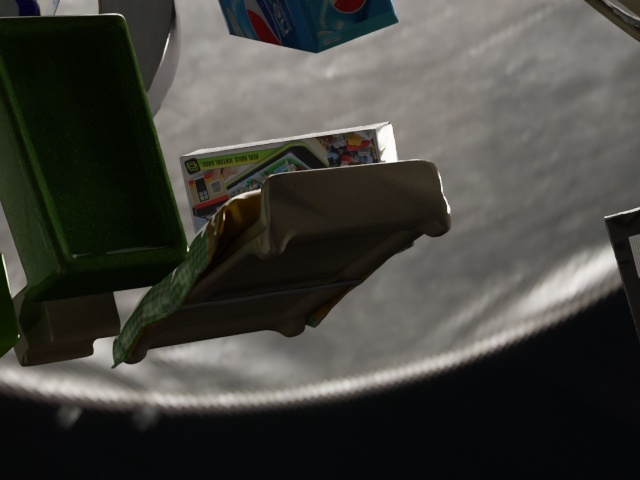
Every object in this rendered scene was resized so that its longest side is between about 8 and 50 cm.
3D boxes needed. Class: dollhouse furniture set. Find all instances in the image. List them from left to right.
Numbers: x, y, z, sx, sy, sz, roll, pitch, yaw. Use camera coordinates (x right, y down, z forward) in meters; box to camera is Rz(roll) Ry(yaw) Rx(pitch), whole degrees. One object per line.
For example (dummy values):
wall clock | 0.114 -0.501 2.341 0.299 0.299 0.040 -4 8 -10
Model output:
dollhouse furniture set | -0.097 -0.027 1.134 0.301 0.151 0.197 -7 160 -39

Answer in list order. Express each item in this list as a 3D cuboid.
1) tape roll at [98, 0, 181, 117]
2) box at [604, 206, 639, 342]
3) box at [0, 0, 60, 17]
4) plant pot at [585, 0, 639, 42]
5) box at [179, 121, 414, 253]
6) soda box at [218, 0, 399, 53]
tape roll | -0.213 -0.157 1.361 0.219 0.219 0.072 -57 174 -8
box | 0.453 0.091 1.861 0.257 0.322 0.079 -20 171 25
box | -0.223 -0.205 1.183 0.072 0.137 0.126 104 1 -68
plant pot | 0.272 -0.255 1.190 0.274 0.256 0.256 -52 164 4
box | -0.023 -0.036 1.678 0.036 0.207 0.114 -24 105 -58
soda box | -0.019 -0.192 1.431 0.071 0.210 0.067 -24 106 -15
